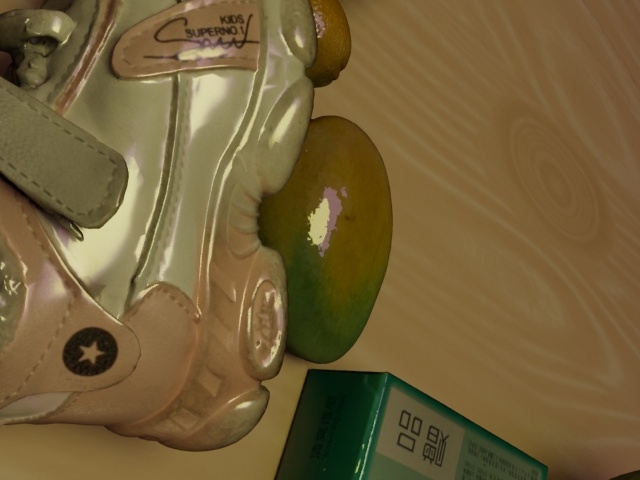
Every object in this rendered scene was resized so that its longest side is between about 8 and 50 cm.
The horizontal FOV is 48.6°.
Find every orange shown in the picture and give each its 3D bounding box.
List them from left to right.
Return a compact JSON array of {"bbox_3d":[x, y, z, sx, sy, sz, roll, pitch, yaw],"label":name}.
[{"bbox_3d":[-0.019,-0.164,0.563,0.095,0.085,0.085,50,55,-21],"label":"orange"}]

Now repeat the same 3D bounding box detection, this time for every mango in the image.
[{"bbox_3d":[0.000,0.000,0.558,0.130,0.091,0.195,-7,98,-44],"label":"mango"}]

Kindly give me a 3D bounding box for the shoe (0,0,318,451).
[{"bbox_3d":[-0.122,-0.054,0.394,0.198,0.171,0.351,4,81,-41],"label":"shoe"}]

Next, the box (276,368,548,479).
[{"bbox_3d":[0.079,0.222,0.591,0.244,0.092,0.153,36,60,-34],"label":"box"}]

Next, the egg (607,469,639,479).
[{"bbox_3d":[0.341,0.375,0.625,0.428,0.344,0.345,8,75,-83],"label":"egg"}]
